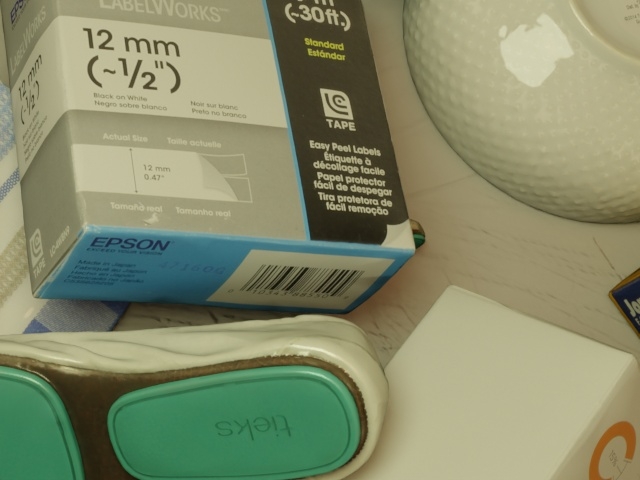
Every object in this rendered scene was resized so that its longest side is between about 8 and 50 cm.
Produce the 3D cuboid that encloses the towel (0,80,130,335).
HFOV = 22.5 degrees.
[{"bbox_3d":[-0.256,-0.012,1.147,0.285,0.034,0.209,43,70,-23],"label":"towel"}]

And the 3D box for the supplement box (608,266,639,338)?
[{"bbox_3d":[0.426,0.114,1.231,0.195,0.194,0.356,-33,84,-18],"label":"supplement box"}]

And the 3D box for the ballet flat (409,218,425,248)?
[{"bbox_3d":[0.000,0.000,1.243,0.168,0.057,0.052,-16,70,-16],"label":"ballet flat"}]

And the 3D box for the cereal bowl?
[{"bbox_3d":[0.246,-0.189,1.299,0.339,0.141,0.338,3,74,-12],"label":"cereal bowl"}]

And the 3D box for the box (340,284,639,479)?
[{"bbox_3d":[0.085,0.240,1.089,0.168,0.215,0.345,22,64,42],"label":"box"}]

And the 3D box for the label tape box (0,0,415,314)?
[{"bbox_3d":[-0.092,-0.127,1.166,0.249,0.115,0.347,4,63,-28],"label":"label tape box"}]

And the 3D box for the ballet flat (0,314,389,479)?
[{"bbox_3d":[-0.144,0.112,1.092,0.400,0.139,0.139,-5,75,14],"label":"ballet flat"}]
